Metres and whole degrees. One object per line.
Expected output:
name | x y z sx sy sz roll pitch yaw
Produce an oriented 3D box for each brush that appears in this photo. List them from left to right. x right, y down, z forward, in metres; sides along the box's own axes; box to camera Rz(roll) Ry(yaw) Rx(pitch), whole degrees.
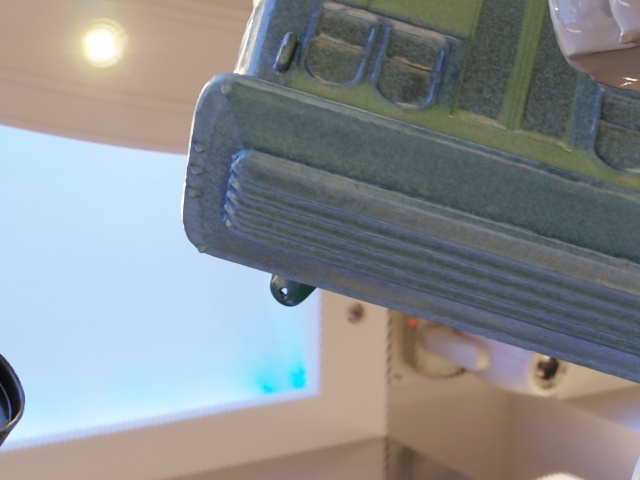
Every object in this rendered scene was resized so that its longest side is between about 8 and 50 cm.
brush | 0.000 0.000 1.073 0.043 0.193 0.032 42 -136 5

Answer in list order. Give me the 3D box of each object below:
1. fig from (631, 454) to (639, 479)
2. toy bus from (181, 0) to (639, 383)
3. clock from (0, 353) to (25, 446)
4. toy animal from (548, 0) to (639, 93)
fig | 0.415 0.205 1.070 0.343 0.343 0.343 -7 -77 -31
toy bus | 0.099 -0.055 0.751 0.312 0.152 0.190 17 -126 1
clock | -0.302 0.098 0.981 0.184 0.184 0.040 19 -70 -34
toy animal | 0.160 -0.141 0.466 0.179 0.127 0.193 14 -98 -11
